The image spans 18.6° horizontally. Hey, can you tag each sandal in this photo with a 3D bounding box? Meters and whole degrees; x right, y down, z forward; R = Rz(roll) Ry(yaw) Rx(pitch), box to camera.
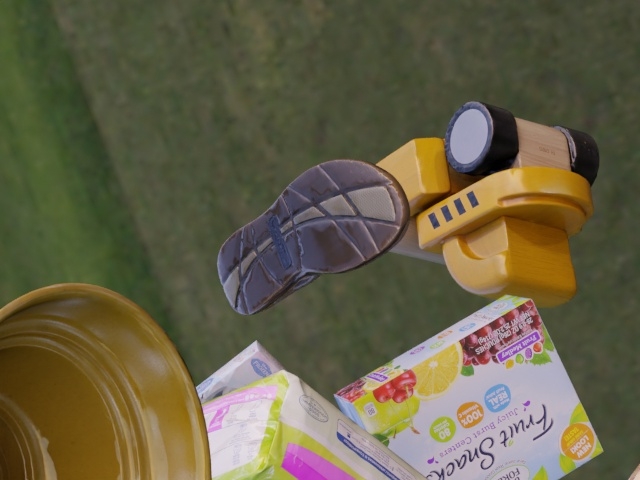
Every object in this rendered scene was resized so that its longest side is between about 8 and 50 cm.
[{"bbox_3d":[0.000,0.000,1.541,0.219,0.060,0.090,-36,67,45],"label":"sandal"}]

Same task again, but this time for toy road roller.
[{"bbox_3d":[0.205,-0.014,2.524,0.329,0.202,0.241,-30,57,45],"label":"toy road roller"}]

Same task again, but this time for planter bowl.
[{"bbox_3d":[-0.160,0.131,1.032,0.090,0.217,0.217,-2,114,37],"label":"planter bowl"}]

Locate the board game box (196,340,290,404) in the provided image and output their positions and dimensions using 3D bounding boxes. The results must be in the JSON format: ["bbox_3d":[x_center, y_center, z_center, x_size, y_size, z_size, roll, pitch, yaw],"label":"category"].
[{"bbox_3d":[-0.056,0.139,1.590,0.090,0.090,0.020,47,-166,-24],"label":"board game box"}]

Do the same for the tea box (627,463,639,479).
[{"bbox_3d":[0.309,0.437,1.924,0.220,0.323,0.329,33,164,14],"label":"tea box"}]

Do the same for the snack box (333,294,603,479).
[{"bbox_3d":[0.144,0.177,1.887,0.174,0.207,0.070,64,167,-10],"label":"snack box"}]

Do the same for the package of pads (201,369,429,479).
[{"bbox_3d":[-0.060,0.228,1.502,0.296,0.101,0.229,-26,126,39],"label":"package of pads"}]
